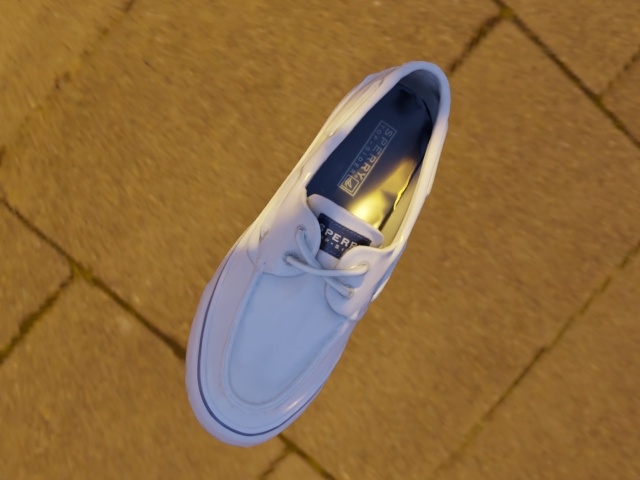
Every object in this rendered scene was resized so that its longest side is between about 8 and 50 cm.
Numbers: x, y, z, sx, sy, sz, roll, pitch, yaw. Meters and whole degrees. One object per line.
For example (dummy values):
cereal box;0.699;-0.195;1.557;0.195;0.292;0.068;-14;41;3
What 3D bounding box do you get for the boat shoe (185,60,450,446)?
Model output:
boat shoe;0.000;0.000;0.978;0.095;0.084;0.258;27;72;-8
